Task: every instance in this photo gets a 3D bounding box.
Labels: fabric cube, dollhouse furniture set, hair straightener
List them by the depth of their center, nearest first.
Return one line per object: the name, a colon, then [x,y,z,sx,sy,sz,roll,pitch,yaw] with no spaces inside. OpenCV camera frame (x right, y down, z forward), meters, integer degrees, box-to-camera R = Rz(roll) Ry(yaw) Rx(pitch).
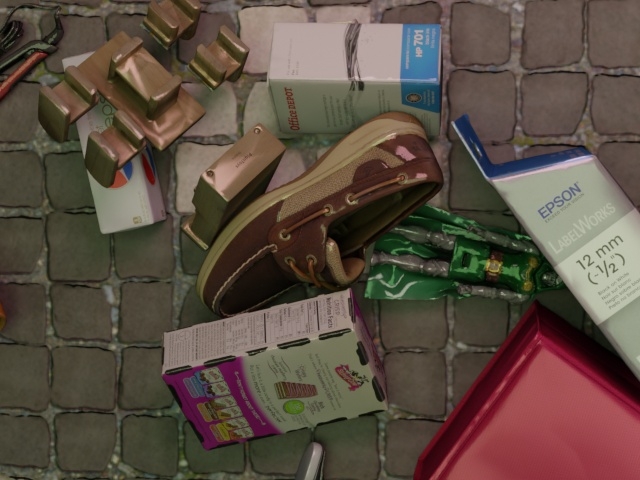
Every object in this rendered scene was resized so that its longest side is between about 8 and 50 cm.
fabric cube: [0.273,0.253,1.555,0.258,0.259,0.254,36,100,3]
dollhouse furniture set: [-0.172,-0.128,1.616,0.242,0.161,0.212,44,67,5]
hair straightener: [-0.407,-0.217,1.709,0.230,0.047,0.089,-41,89,9]

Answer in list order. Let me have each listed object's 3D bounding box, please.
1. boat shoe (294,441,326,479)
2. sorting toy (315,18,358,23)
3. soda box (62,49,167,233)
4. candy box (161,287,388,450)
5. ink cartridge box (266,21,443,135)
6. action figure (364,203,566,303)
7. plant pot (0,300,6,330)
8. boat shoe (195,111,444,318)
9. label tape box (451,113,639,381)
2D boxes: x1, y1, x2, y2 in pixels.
boat shoe: [-0.013,0.316,1.711,0.040,0.049,0.142,13,99,-13]
sorting toy: [0.000,-0.236,1.637,0.083,0.075,0.045,-3,95,9]
soda box: [-0.247,-0.120,1.683,0.069,0.074,0.216,-12,94,8]
candy box: [-0.052,0.154,1.645,0.233,0.071,0.159,-13,135,9]
ink cartridge box: [0.043,-0.182,1.593,0.190,0.139,0.082,3,69,6]
action figure: [0.178,0.024,1.648,0.232,0.063,0.137,11,94,3]
plant pot: [-0.506,0.043,1.684,0.205,0.205,0.188,-24,77,9]
boat shoe: [0.000,0.000,1.605,0.342,0.123,0.123,-37,56,17]
label tape box: [0.289,-0.022,1.529,0.115,0.249,0.348,-35,90,10]
